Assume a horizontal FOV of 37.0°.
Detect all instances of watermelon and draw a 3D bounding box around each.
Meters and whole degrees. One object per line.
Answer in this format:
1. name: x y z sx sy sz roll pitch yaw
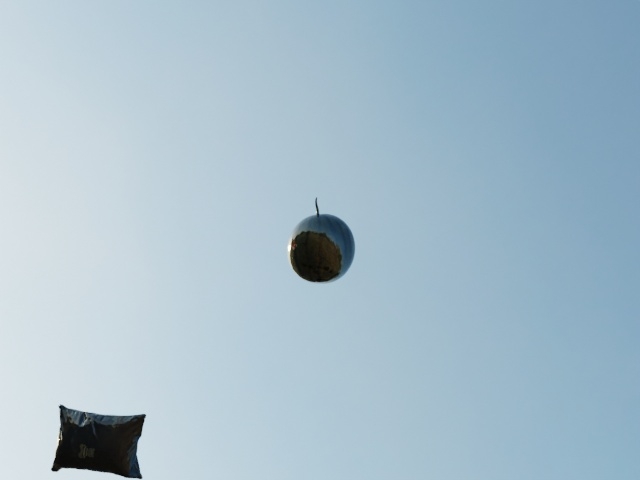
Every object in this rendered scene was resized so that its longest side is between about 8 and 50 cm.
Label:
1. watermelon: 0.000 0.000 1.463 0.105 0.105 0.133 -3 -92 37

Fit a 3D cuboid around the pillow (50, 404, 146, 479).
1. pillow: -0.310 0.282 1.333 0.150 0.090 0.048 1 -27 24
